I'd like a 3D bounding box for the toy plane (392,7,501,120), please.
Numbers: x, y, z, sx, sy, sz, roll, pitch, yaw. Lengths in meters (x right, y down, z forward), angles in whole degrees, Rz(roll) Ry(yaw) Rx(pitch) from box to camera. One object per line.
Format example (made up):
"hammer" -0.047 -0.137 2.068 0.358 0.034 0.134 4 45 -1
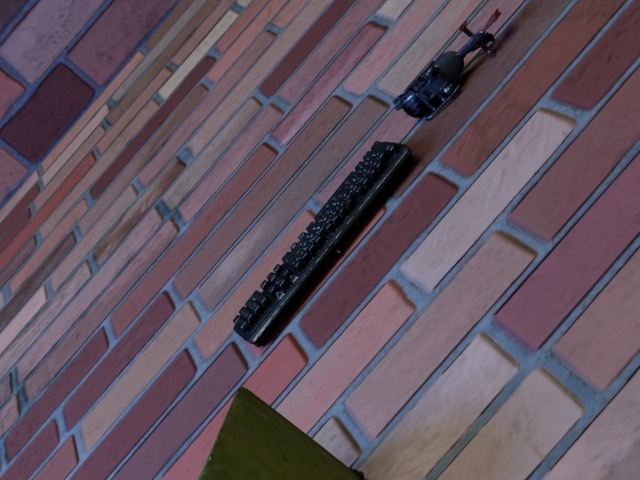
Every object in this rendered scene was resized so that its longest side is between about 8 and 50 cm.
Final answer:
"toy plane" 0.119 -0.161 1.512 0.145 0.037 0.060 -45 8 24

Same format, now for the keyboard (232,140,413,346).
"keyboard" 0.000 0.000 1.483 0.230 0.025 0.094 -51 16 -5

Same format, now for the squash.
"squash" -0.074 0.216 1.087 0.220 0.133 0.220 -49 16 20
